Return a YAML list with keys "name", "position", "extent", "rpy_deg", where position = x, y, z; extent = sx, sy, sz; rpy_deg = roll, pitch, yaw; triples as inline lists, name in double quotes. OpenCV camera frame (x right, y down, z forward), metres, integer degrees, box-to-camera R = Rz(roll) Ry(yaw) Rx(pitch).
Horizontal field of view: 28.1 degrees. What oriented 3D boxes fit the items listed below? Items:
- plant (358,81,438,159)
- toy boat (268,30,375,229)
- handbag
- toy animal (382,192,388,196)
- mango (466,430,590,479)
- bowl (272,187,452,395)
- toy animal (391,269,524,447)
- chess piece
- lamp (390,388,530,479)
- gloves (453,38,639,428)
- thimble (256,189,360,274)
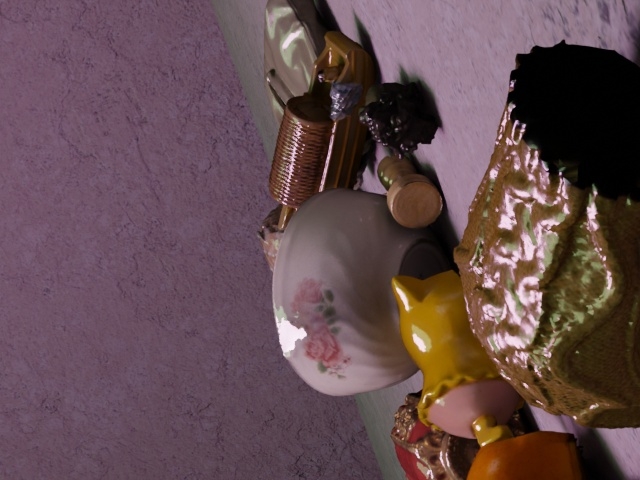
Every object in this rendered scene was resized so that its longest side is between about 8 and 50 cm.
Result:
- name: "plant"
  position: [0.083, -0.145, 1.471]
  extent: [0.174, 0.085, 0.087]
  rpy_deg: [-115, 27, -74]
- name: "toy boat"
  position: [-0.005, -0.126, 1.683]
  extent: [0.089, 0.115, 0.310]
  rpy_deg: [51, 141, 38]
- name: "handbag"
  position: [-0.011, -0.208, 1.887]
  extent: [0.253, 0.109, 0.316]
  rpy_deg: [61, 167, 16]
- name: "toy animal"
  position: [0.094, -0.046, 1.823]
  extent: [0.081, 0.060, 0.083]
  rpy_deg: [18, -149, -40]
- name: "mango"
  position: [0.226, 0.342, 1.339]
  extent: [0.187, 0.138, 0.257]
  rpy_deg: [33, -126, -49]
- name: "bowl"
  position: [0.078, 0.066, 1.645]
  extent: [0.145, 0.277, 0.277]
  rpy_deg: [-3, 118, 37]
- name: "toy animal"
  position: [0.163, 0.145, 1.475]
  extent: [0.156, 0.156, 0.229]
  rpy_deg: [75, 174, -54]
- name: "chess piece"
  position: [0.108, -0.066, 1.605]
  extent: [0.122, 0.066, 0.066]
  rpy_deg: [-111, 1, -65]
- name: "lamp"
  position: [0.185, 0.269, 1.694]
  extent: [0.274, 0.177, 0.177]
  rpy_deg: [147, 100, -82]
- name: "gloves"
  position: [0.173, 0.023, 0.876]
  extent: [0.356, 0.155, 0.203]
  rpy_deg: [68, 179, -49]
- name: "thimble"
  position: [0.004, 0.001, 2.176]
  extent: [0.229, 0.196, 0.148]
  rpy_deg: [-57, -47, -60]
